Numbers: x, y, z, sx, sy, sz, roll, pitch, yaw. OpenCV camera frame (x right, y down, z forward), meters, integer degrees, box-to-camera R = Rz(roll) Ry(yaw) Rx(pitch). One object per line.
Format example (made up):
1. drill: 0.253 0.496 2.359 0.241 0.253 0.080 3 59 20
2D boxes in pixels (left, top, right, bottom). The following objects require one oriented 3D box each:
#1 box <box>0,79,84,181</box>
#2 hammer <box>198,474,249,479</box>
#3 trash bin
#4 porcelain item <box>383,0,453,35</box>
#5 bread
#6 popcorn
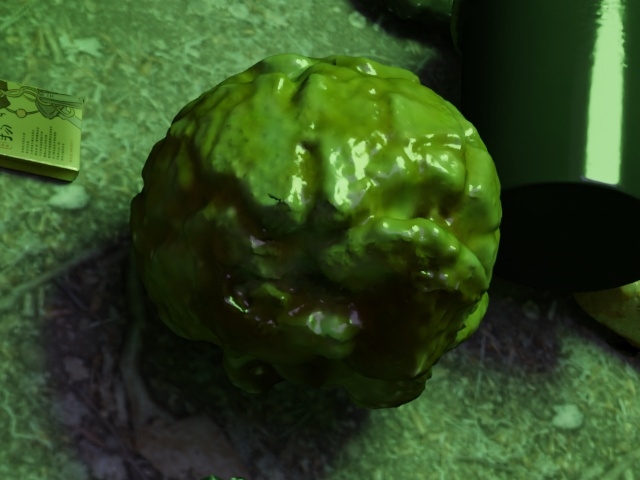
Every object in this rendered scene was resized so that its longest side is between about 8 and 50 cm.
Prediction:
1. box: -0.256 -0.093 1.213 0.149 0.020 0.073 11 56 -22
2. hammer: -0.103 0.260 1.006 0.041 0.159 0.227 24 70 -11
3. trash bin: 0.210 -0.141 1.333 0.214 0.214 0.334 20 59 -17
4. porcelain item: 0.096 -0.234 1.469 0.215 0.069 0.081 18 65 -19
5. bread: 0.291 0.039 1.400 0.149 0.073 0.122 32 44 -10
6. popcorn: -0.006 -0.006 1.148 0.282 0.282 0.247 22 56 -15
